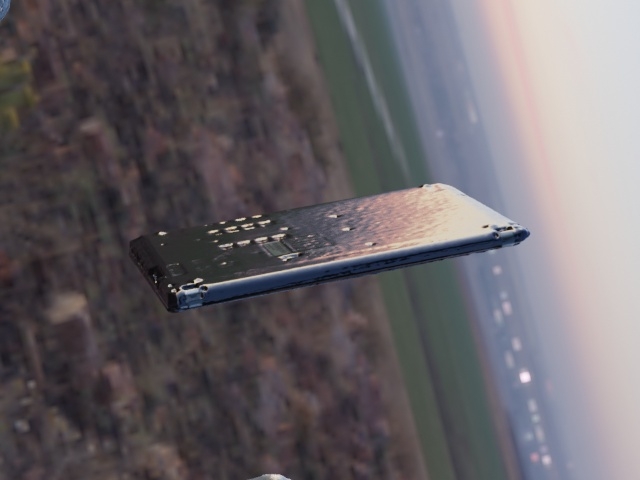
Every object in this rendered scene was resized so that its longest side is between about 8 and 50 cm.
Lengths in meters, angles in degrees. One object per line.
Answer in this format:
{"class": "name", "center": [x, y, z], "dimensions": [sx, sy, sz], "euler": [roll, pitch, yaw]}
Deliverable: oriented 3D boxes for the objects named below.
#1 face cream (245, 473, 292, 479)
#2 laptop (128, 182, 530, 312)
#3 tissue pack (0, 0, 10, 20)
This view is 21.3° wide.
{"class": "face cream", "center": [-0.057, 0.238, 0.841], "dimensions": [0.269, 0.073, 0.107], "euler": [-67, 176, -52]}
{"class": "laptop", "center": [0.000, 0.000, 0.853], "dimensions": [0.129, 0.180, 0.016], "euler": [-141, -137, -69]}
{"class": "tissue pack", "center": [-0.170, -0.088, 0.661], "dimensions": [0.042, 0.083, 0.062], "euler": [75, 33, -67]}
